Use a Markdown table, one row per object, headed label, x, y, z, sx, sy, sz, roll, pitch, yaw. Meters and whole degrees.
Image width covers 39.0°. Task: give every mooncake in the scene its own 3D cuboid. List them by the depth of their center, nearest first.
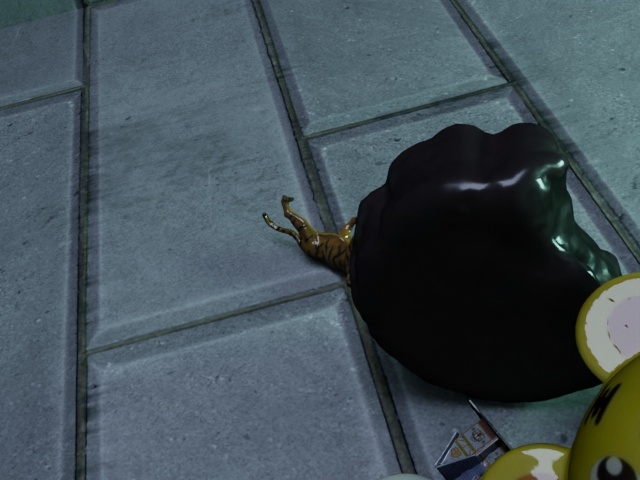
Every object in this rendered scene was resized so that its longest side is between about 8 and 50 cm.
| label | x | y | z | sx | sy | sz | roll | pitch | yaw |
| --- | --- | --- | --- | --- | --- | --- | --- | --- | --- |
| mooncake | 0.217 | 0.033 | 1.192 | 0.351 | 0.381 | 0.212 | -15 | 33 | 17 |

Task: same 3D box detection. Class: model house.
| label | x | y | z | sx | sy | sz | roll | pitch | yaw |
| --- | --- | --- | --- | --- | --- | --- | --- | --- | --- |
| model house | 0.205 | 0.289 | 1.114 | 0.088 | 0.117 | 0.167 | -38 | 45 | -3 |

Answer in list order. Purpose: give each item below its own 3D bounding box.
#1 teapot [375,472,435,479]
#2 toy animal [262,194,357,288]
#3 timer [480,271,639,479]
| label | x | y | z | sx | sy | sz | roll | pitch | yaw |
| --- | --- | --- | --- | --- | --- | --- | --- | --- | --- |
| teapot | 0.100 | 0.361 | 1.062 | 0.159 | 0.116 | 0.245 | 1 | 47 | 0 |
| toy animal | 0.006 | 0.002 | 1.511 | 0.255 | 0.114 | 0.116 | 19 | 93 | 38 |
| timer | 0.383 | 0.239 | 0.918 | 0.387 | 0.376 | 0.376 | 29 | 55 | 30 |
